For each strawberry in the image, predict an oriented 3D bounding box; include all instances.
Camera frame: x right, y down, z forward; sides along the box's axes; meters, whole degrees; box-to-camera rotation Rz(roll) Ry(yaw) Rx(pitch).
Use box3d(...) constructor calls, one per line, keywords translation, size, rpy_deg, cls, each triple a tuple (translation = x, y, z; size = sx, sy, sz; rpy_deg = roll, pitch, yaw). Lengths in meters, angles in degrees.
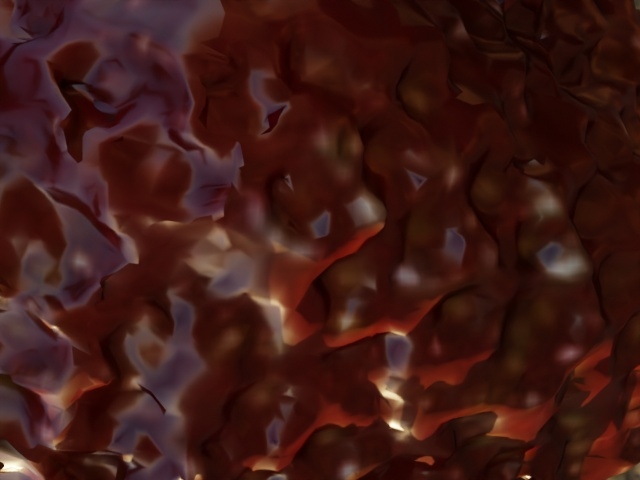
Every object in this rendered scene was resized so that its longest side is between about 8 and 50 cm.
box3d(translation=(-0.001, 0.002, 0.540), size=(0.292, 0.343, 0.292), rpy_deg=(-57, 15, 24), cls="strawberry")
